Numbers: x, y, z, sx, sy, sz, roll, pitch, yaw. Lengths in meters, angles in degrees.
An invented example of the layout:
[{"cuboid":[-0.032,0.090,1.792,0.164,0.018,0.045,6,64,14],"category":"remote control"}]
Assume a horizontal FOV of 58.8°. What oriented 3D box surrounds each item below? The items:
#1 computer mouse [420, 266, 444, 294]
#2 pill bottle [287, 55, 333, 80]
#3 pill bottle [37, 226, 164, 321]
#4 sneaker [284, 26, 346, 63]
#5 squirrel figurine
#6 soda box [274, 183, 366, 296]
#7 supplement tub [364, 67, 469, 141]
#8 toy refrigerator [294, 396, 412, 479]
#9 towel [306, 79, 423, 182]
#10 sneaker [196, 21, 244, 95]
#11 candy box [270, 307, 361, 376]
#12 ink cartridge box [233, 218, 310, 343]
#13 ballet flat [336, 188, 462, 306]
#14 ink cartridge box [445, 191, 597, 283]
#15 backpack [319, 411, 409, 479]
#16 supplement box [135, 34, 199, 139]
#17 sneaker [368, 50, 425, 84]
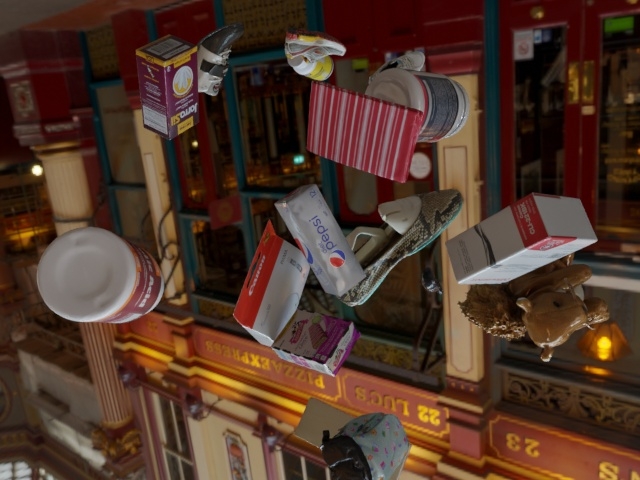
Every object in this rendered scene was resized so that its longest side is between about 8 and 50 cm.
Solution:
[{"cuboid":[0.334,0.129,1.707,0.041,0.071,0.242,-28,160,11],"category":"computer mouse"},{"cuboid":[-0.039,-0.648,2.061,0.103,0.103,0.184,3,-176,31],"category":"pill bottle"},{"cuboid":[-0.546,0.104,1.486,0.224,0.224,0.392,-8,172,-4],"category":"pill bottle"},{"cuboid":[-0.019,-0.606,1.787,0.225,0.093,0.088,-4,-142,-34],"category":"sneaker"},{"cuboid":[0.625,0.213,1.677,0.397,0.281,0.370,-18,-171,29],"category":"squirrel figurine"},{"cuboid":[0.000,0.000,1.468,0.098,0.286,0.091,-36,-163,-20],"category":"soda box"},{"cuboid":[0.264,-0.363,1.548,0.191,0.191,0.272,8,-167,44],"category":"supplement tub"},{"cuboid":[0.082,0.493,1.408,0.269,0.102,0.094,20,167,19],"category":"toy refrigerator"},{"cuboid":[0.098,-0.258,1.351,0.274,0.199,0.031,21,-138,17],"category":"towel"},{"cuboid":[-0.332,-0.530,1.739,0.330,0.146,0.122,-30,-174,32],"category":"sneaker"},{"cuboid":[-0.016,0.303,1.719,0.233,0.071,0.159,6,-130,43],"category":"candy box"},{"cuboid":[-0.139,0.149,1.768,0.091,0.308,0.385,15,161,12],"category":"ink cartridge box"},{"cuboid":[0.184,0.000,1.633,0.483,0.182,0.164,-45,-153,22],"category":"ballet flat"},{"cuboid":[0.464,0.004,1.340,0.197,0.114,0.273,2,154,-36],"category":"ink cartridge box"},{"cuboid":[0.097,0.434,1.170,0.115,0.152,0.182,-14,-176,37],"category":"backpack"},{"cuboid":[-0.326,-0.329,1.227,0.080,0.188,0.104,27,-134,17],"category":"supplement box"},{"cuboid":[0.232,-0.501,1.647,0.190,0.071,0.083,-33,174,-14],"category":"sneaker"}]
